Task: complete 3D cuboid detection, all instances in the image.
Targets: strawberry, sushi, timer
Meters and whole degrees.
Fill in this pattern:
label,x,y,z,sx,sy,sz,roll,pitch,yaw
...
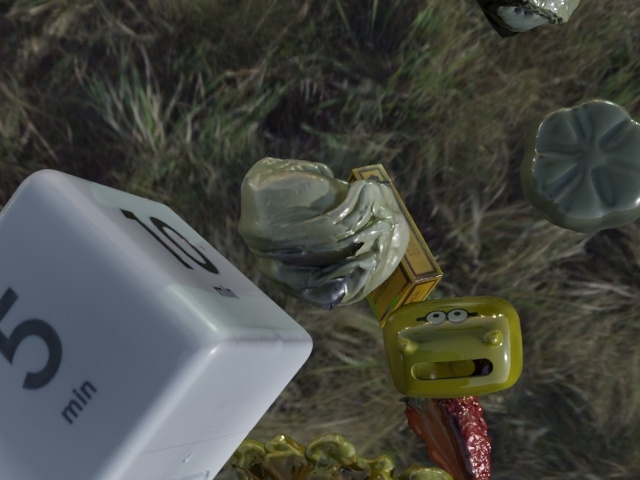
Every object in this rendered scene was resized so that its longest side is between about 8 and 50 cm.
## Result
label,x,y,z,sx,sy,sz,roll,pitch,yaw
strawberry,0.251,0.337,1.534,0.098,0.174,0.228,-23,69,-26
sushi,0.292,-0.396,1.298,0.109,0.273,0.134,41,99,41
timer,-0.155,0.088,0.666,0.195,0.192,0.194,41,98,20

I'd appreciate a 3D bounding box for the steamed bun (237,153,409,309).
label,x,y,z,sx,sy,sz,roll,pitch,yaw
steamed bun,0.000,0.000,1.569,0.319,0.275,0.206,14,50,-2

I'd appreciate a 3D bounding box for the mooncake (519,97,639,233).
label,x,y,z,sx,sy,sz,roll,pitch,yaw
mooncake,0.516,-0.147,1.693,0.274,0.135,0.275,-3,76,11

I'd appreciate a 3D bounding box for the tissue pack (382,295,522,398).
label,x,y,z,sx,sy,sz,roll,pitch,yaw
tissue pack,0.172,0.141,1.138,0.178,0.127,0.123,-6,105,13

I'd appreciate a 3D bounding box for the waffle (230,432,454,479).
label,x,y,z,sx,sy,sz,roll,pitch,yaw
waffle,0.050,0.316,1.001,0.301,0.325,0.068,7,55,18

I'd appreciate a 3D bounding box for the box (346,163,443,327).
label,x,y,z,sx,sy,sz,roll,pitch,yaw
box,0.133,0.010,1.907,0.084,0.193,0.302,-11,60,-28
